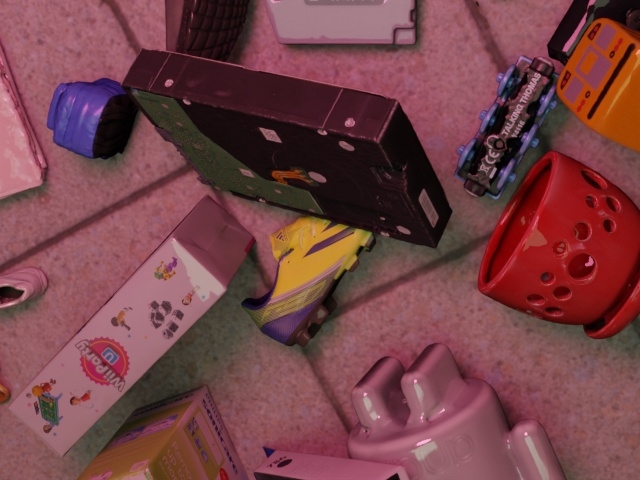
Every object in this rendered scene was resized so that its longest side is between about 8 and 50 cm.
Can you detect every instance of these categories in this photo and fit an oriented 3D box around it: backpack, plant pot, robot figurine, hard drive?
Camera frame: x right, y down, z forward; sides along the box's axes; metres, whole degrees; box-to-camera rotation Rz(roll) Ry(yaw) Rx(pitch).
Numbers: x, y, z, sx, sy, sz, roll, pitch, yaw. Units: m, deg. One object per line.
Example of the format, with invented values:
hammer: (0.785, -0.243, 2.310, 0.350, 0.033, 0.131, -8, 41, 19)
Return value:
backpack: (-0.291, -0.152, 1.445, 0.101, 0.120, 0.097, 16, 105, 5)
plant pot: (0.302, 0.015, 1.361, 0.174, 0.191, 0.191, 28, 105, -2)
robot figurine: (0.161, 0.311, 1.441, 0.300, 0.200, 0.353, -19, 99, 32)
hard drive: (-0.035, -0.106, 1.313, 0.339, 0.237, 0.064, 14, 68, 29)

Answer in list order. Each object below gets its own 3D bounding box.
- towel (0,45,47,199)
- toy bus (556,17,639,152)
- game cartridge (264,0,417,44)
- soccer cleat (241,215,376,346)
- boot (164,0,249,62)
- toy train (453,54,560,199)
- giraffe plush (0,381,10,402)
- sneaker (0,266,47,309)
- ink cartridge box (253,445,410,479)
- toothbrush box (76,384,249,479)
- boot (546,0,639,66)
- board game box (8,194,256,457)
towel: (-0.552, -0.183, 1.512, 0.317, 0.053, 0.331, -17, 100, 11)
toy bus: (0.439, -0.133, 1.296, 0.333, 0.130, 0.108, 17, 114, -25)
game cartridge: (0.019, -0.385, 1.384, 0.198, 0.062, 0.297, 3, 103, 12)
soccer cleat: (-0.001, 0.001, 1.453, 0.121, 0.093, 0.289, 33, 105, 6)
boot: (-0.200, -0.371, 1.383, 0.223, 0.118, 0.338, 10, 97, 25)
toy train: (0.228, -0.136, 1.380, 0.080, 0.105, 0.184, 30, 105, 9)
giraffe plush: (-0.520, 0.217, 1.559, 0.171, 0.181, 0.210, -23, 64, 2)
sneaker: (-0.448, 0.072, 1.549, 0.152, 0.061, 0.053, -15, 102, 13)
ink cartridge box: (0.017, 0.350, 1.430, 0.065, 0.333, 0.165, -28, 99, -30)
toothbrush box: (-0.187, 0.336, 1.454, 0.122, 0.283, 0.206, -21, 98, 11)
boot: (0.319, -0.292, 1.293, 0.247, 0.094, 0.207, 20, 107, -38)
board game box: (-0.228, 0.100, 1.440, 0.097, 0.224, 0.303, 44, 105, -5)
